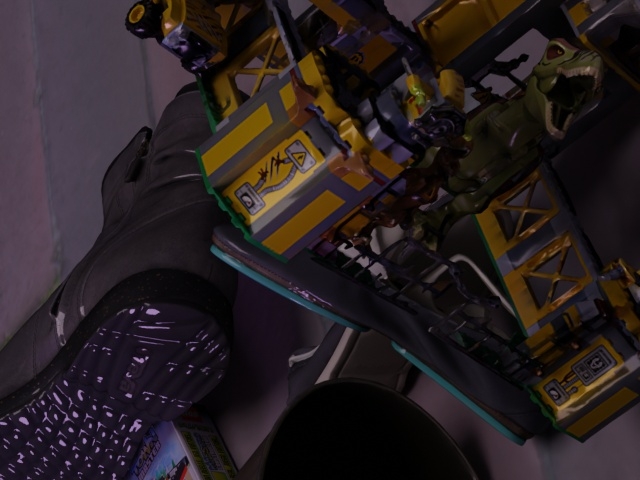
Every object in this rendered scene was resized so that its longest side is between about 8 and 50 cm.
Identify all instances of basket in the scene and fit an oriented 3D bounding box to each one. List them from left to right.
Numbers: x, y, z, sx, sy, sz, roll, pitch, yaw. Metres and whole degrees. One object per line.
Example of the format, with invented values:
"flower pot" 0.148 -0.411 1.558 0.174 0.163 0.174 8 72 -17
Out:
"basket" -0.021 0.215 1.052 0.227 0.154 0.204 -44 45 45

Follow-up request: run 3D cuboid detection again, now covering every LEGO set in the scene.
"LEGO set" 0.091 -0.080 0.856 0.192 0.331 0.255 -39 37 21

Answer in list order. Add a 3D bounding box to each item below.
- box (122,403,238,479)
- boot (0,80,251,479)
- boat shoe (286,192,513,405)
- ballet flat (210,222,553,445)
"box" -0.118 0.222 1.290 0.207 0.036 0.114 -61 36 24
"boot" -0.152 0.052 1.318 0.338 0.118 0.222 -34 33 35
"boat shoe" 0.035 0.033 1.090 0.206 0.075 0.065 -57 41 36
"ballet flat" 0.043 0.028 0.994 0.074 0.203 0.074 -58 3 5
